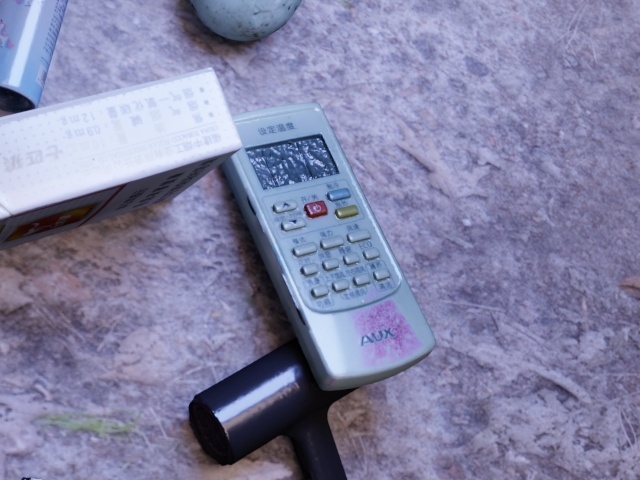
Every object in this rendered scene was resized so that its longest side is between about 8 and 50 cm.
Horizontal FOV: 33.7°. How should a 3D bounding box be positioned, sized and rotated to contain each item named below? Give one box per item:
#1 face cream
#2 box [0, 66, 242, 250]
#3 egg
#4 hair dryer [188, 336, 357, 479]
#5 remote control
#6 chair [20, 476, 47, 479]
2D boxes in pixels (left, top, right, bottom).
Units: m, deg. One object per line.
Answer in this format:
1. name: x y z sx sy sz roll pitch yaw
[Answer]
1. face cream: -0.309 -0.254 1.124 0.075 0.075 0.229 18 71 -22
2. box: -0.269 -0.061 1.027 0.330 0.210 0.095 -18 87 -29
3. egg: -0.076 -0.300 1.218 0.164 0.131 0.131 -33 95 -35
4. hair dryer: -0.012 0.238 1.169 0.197 0.089 0.251 -26 98 -29
5. remote control: 0.000 0.000 1.182 0.145 0.050 0.344 -15 67 -28
6. chair: -0.166 0.323 1.038 0.271 0.136 0.147 16 74 -21
